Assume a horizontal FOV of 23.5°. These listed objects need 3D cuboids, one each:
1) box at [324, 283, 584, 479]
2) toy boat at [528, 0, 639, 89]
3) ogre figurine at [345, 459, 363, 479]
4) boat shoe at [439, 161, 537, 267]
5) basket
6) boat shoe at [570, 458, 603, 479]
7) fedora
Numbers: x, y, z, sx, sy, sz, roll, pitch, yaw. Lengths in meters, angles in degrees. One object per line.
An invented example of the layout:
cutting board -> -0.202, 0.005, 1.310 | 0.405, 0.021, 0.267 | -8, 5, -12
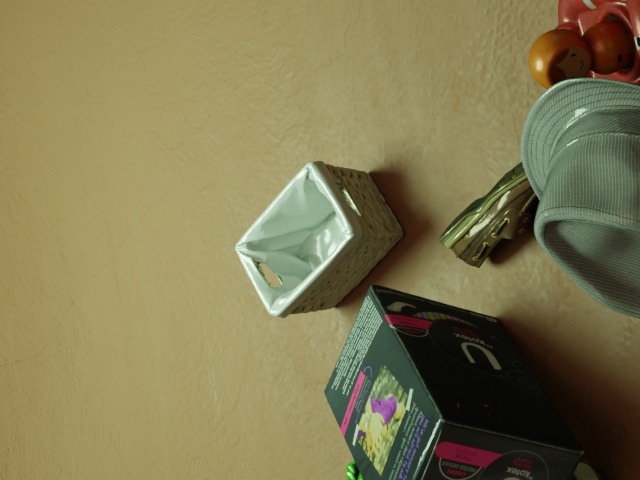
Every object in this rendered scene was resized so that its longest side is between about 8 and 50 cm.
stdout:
box -> 0.128, 0.182, 1.585 | 0.143, 0.165, 0.270 | -67, 23, 21
toy boat -> 0.270, -0.184, 1.473 | 0.231, 0.151, 0.151 | -177, 70, -72
ogre figurine -> 0.100, 0.342, 1.728 | 0.118, 0.097, 0.197 | -8, 82, 47
boat shoe -> 0.205, -0.035, 1.658 | 0.060, 0.064, 0.178 | 45, 126, -3
basket -> 0.000, 0.000, 1.812 | 0.167, 0.103, 0.113 | -46, 61, 32
boat shoe -> 0.271, 0.334, 1.529 | 0.257, 0.095, 0.095 | -120, 28, -45
fedora -> 0.297, -0.017, 1.437 | 0.275, 0.124, 0.244 | 27, 143, 6
